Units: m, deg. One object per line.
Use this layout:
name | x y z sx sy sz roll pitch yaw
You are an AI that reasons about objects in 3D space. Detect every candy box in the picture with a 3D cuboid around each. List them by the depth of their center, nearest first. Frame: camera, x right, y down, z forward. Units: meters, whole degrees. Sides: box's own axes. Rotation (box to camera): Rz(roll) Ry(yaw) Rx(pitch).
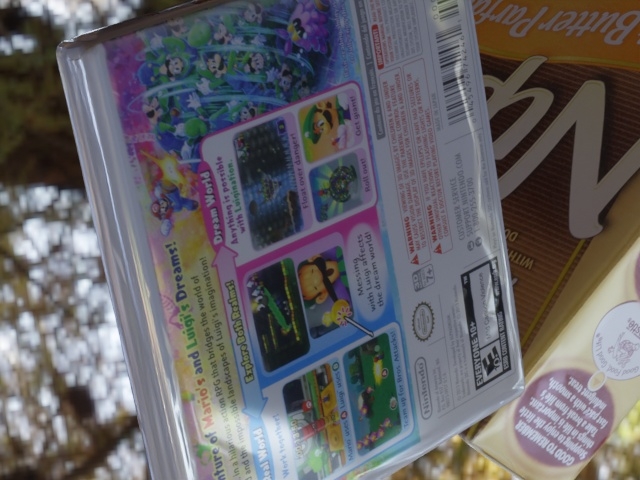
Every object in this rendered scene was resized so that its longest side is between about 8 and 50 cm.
candy box | 0.133 -0.062 0.758 0.316 0.087 0.183 -51 -135 1

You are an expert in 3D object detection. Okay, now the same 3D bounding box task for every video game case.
video game case | 0.000 0.000 0.479 0.143 0.157 0.019 -25 -157 -38
